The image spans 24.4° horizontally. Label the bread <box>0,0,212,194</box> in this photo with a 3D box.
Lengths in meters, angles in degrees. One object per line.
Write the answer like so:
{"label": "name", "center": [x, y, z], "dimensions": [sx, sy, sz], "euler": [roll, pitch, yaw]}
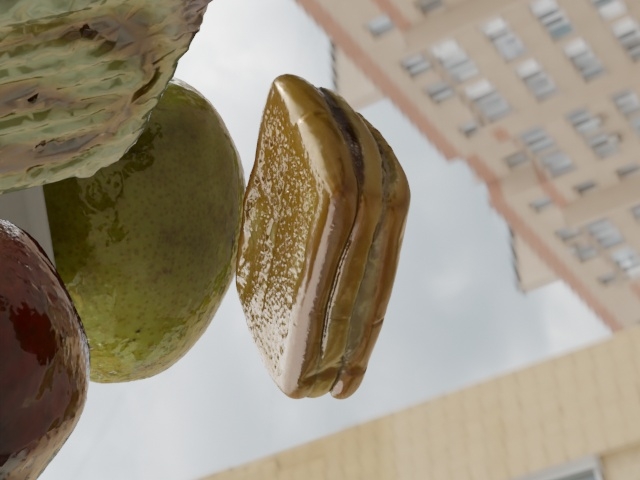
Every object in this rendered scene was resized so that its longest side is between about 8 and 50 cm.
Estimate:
{"label": "bread", "center": [-0.179, -0.192, 0.603], "dimensions": [0.155, 0.187, 0.338], "euler": [-22, -105, -31]}

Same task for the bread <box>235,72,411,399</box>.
{"label": "bread", "center": [0.000, 0.000, 0.912], "dimensions": [0.116, 0.077, 0.200], "euler": [-111, 24, -43]}

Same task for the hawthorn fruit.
{"label": "hawthorn fruit", "center": [-0.234, 0.079, 0.895], "dimensions": [0.215, 0.215, 0.249], "euler": [67, -161, -1]}

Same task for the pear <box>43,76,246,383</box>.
{"label": "pear", "center": [-0.211, -0.008, 1.449], "dimensions": [0.304, 0.304, 0.304], "euler": [43, -145, -41]}

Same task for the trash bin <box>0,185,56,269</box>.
{"label": "trash bin", "center": [-0.323, -0.084, 1.204], "dimensions": [0.296, 0.256, 0.368], "euler": [-15, -86, -21]}
